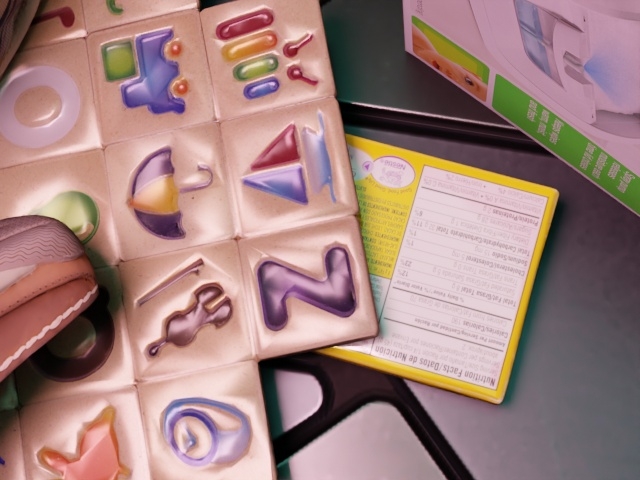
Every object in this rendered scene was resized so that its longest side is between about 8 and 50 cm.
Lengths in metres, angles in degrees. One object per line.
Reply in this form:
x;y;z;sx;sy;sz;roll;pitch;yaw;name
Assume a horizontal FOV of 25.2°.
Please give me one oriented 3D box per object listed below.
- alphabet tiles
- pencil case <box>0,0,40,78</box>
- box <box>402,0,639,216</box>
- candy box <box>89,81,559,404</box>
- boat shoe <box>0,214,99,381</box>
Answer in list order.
-0.153;-0.004;0.681;0.343;0.011;0.285;-12;77;8;alphabet tiles
-0.314;-0.173;0.656;0.410;0.160;0.183;23;96;14;pencil case
0.158;-0.101;0.573;0.231;0.262;0.126;38;83;10;box
0.000;0.000;0.680;0.206;0.027;0.105;16;83;8;candy box
-0.223;0.112;0.618;0.324;0.123;0.116;-37;109;-3;boat shoe
